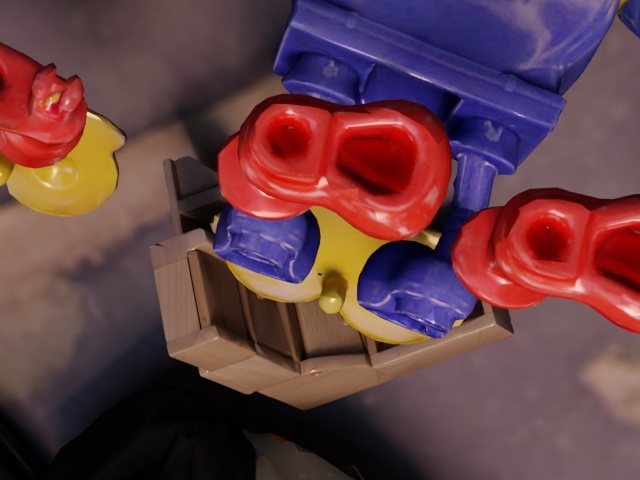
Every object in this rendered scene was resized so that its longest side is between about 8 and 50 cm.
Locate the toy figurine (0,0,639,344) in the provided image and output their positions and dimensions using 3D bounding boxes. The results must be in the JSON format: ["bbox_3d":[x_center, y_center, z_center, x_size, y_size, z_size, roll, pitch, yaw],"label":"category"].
[{"bbox_3d":[0.070,-0.079,0.455,0.362,0.191,0.217,20,82,-1],"label":"toy figurine"}]

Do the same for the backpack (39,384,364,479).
[{"bbox_3d":[-0.006,0.141,0.597,0.182,0.152,0.115,40,126,-21],"label":"backpack"}]

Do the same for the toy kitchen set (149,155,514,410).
[{"bbox_3d":[0.000,0.000,0.572,0.075,0.083,0.068,-21,67,20],"label":"toy kitchen set"}]

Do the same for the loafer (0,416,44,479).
[{"bbox_3d":[-0.169,0.045,0.620,0.076,0.078,0.223,-37,102,24],"label":"loafer"}]
